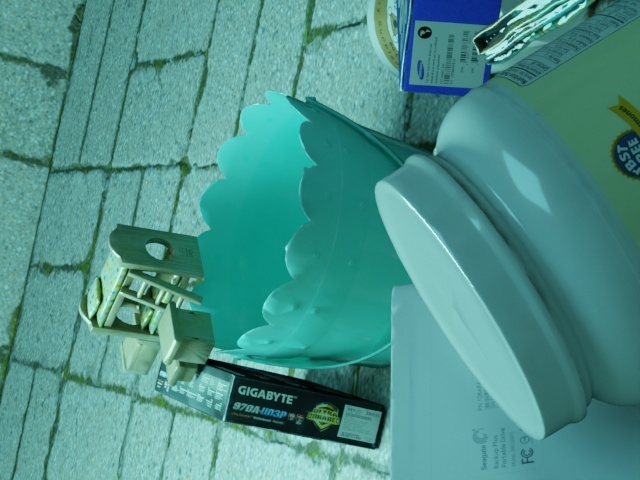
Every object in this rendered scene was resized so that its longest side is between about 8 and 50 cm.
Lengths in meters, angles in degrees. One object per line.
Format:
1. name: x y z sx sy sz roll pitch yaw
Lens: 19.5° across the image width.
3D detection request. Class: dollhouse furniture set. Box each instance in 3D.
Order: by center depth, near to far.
1. dollhouse furniture set: -0.196 0.106 1.947 0.161 0.101 0.182 -104 32 -44

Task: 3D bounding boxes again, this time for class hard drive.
1. hard drive: 0.207 0.097 1.302 0.040 0.318 0.210 64 -159 -47

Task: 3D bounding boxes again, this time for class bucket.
1. bucket: 0.000 0.000 1.914 0.281 0.183 0.281 -41 43 53

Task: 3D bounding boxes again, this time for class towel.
1. towel: 0.282 -0.234 1.236 0.040 0.271 0.370 58 154 -1

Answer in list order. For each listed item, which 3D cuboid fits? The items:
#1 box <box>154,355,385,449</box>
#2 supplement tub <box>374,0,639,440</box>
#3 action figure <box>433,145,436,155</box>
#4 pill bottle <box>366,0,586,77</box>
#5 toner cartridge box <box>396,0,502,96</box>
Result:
1. box: -0.057 0.167 1.961 0.220 0.175 0.051 9 86 66
2. supplement tub: 0.224 -0.038 1.218 0.325 0.235 0.235 -32 27 -7
3. action figure: 0.163 -0.028 1.502 0.276 0.164 0.141 89 -169 -68
4. pill bottle: 0.150 -0.222 1.764 0.229 0.131 0.131 -6 73 64
5. toner cartridge box: 0.107 -0.283 1.575 0.348 0.075 0.165 -89 5 -53
